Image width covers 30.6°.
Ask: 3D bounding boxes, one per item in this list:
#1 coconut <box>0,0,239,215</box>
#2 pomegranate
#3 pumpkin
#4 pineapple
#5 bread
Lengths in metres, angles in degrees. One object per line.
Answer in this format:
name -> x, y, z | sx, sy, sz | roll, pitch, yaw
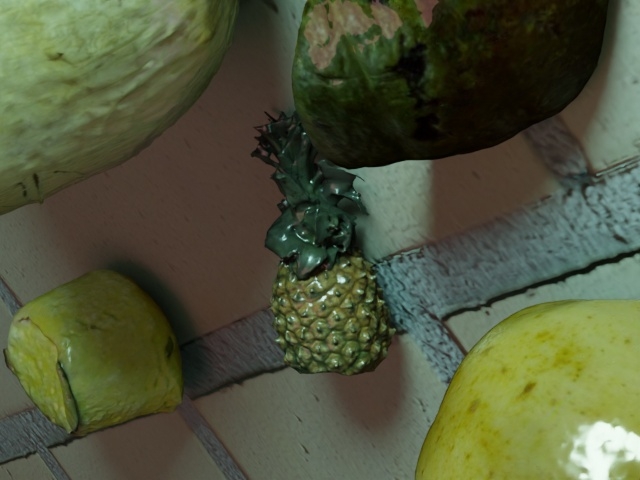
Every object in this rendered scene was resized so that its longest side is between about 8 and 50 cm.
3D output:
coconut -> -0.217, -0.242, 0.873 | 0.405, 0.404, 0.404 | 27, 137, 28
pomegranate -> 0.205, 0.177, 0.836 | 0.307, 0.307, 0.307 | 27, 137, 28
pumpkin -> 0.088, -0.138, 0.774 | 0.148, 0.169, 0.312 | 31, 139, 28
pineapple -> 0.000, 0.000, 1.054 | 0.125, 0.125, 0.251 | 7, 116, 43
bread -> -0.259, 0.136, 1.376 | 0.197, 0.170, 0.197 | 29, 131, 41
